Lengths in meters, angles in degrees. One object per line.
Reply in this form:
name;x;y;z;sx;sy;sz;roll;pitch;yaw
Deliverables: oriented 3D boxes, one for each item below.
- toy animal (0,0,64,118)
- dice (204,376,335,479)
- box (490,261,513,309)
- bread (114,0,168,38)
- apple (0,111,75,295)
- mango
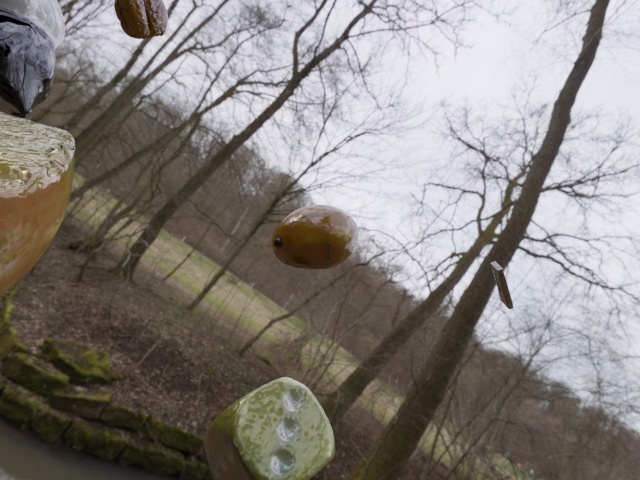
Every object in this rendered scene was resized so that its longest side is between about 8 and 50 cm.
toy animal;-0.644;-0.407;0.834;0.250;0.310;0.251;9;-23;4
dice;-0.090;0.359;0.728;0.166;0.169;0.169;51;-44;23
box;0.348;0.086;0.799;0.046;0.012;0.083;-77;148;-75
bread;-0.287;-0.363;0.664;0.046;0.081;0.083;4;-1;37
apple;-0.403;-0.019;0.362;0.252;0.314;0.309;57;9;-27
mango;0.000;0.000;0.733;0.227;0.147;0.110;12;59;-73
